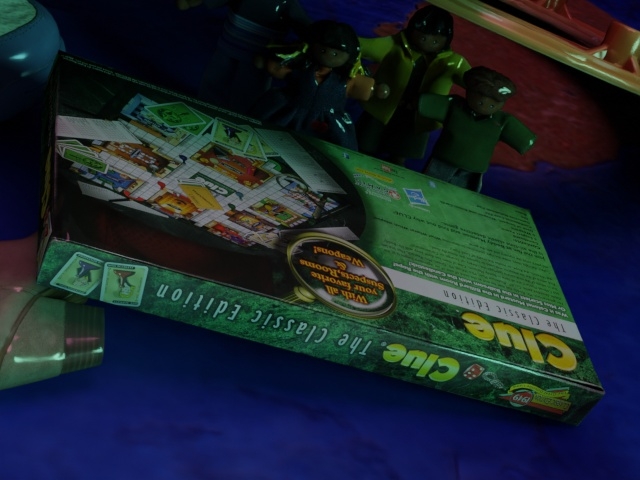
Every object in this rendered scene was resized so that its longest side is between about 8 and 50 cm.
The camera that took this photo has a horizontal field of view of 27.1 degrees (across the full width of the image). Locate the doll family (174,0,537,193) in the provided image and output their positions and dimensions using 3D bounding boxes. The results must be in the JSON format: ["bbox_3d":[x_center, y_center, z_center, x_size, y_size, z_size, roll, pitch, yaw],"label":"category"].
[{"bbox_3d":[0.016,-0.085,0.686,0.193,0.111,0.076,13,37,-9],"label":"doll family"}]

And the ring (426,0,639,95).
[{"bbox_3d":[0.091,-0.156,0.780,0.337,0.032,0.336,22,15,-6],"label":"ring"}]

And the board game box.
[{"bbox_3d":[0.000,0.000,0.602,0.260,0.030,0.136,17,33,-22],"label":"board game box"}]

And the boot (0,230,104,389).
[{"bbox_3d":[-0.135,0.014,0.552,0.087,0.042,0.118,5,39,-16],"label":"boot"}]

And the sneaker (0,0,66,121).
[{"bbox_3d":[-0.261,-0.145,0.623,0.297,0.131,0.112,16,35,-7],"label":"sneaker"}]
